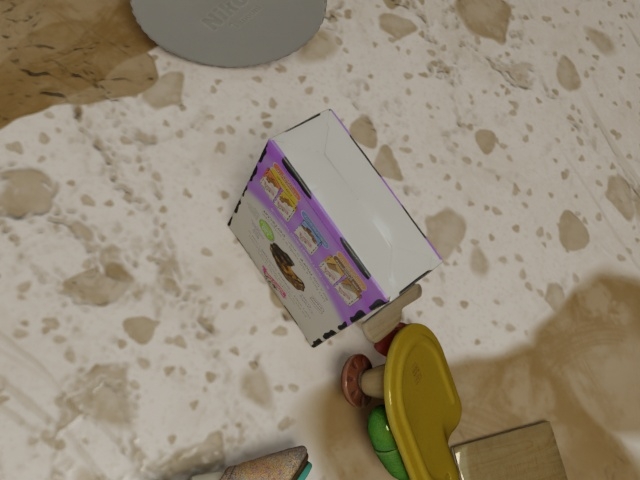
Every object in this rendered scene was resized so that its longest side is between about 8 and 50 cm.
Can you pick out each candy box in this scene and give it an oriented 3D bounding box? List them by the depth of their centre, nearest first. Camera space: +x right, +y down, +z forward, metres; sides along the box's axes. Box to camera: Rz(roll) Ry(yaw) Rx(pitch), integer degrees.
[{"bbox_3d":[0.000,0.000,0.594,0.070,0.196,0.164,-33,84,-27],"label":"candy box"}]

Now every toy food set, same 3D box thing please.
[{"bbox_3d":[0.074,0.152,0.617,0.128,0.071,0.217,-38,113,-52],"label":"toy food set"}]

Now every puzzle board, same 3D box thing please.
[{"bbox_3d":[0.209,0.257,0.676,0.128,0.011,0.096,-8,75,-20],"label":"puzzle board"}]

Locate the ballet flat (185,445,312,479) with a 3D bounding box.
[{"bbox_3d":[-0.135,0.273,0.508,0.106,0.107,0.316,39,62,6],"label":"ballet flat"}]

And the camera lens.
[{"bbox_3d":[-0.100,-0.360,0.678,0.220,0.219,0.274,2,71,-18],"label":"camera lens"}]
